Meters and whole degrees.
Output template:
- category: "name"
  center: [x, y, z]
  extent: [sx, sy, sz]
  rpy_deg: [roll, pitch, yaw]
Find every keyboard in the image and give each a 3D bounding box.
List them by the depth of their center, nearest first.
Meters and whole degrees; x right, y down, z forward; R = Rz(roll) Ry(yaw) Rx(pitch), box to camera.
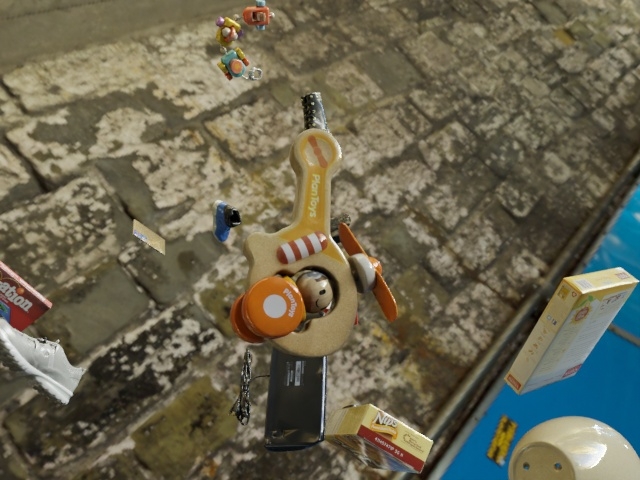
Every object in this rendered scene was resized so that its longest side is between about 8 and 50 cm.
- category: "keyboard"
  center: [-0.084, 0.288, 1.263]
  extent: [0.033, 0.201, 0.317]
  rpy_deg: [79, 10, -48]

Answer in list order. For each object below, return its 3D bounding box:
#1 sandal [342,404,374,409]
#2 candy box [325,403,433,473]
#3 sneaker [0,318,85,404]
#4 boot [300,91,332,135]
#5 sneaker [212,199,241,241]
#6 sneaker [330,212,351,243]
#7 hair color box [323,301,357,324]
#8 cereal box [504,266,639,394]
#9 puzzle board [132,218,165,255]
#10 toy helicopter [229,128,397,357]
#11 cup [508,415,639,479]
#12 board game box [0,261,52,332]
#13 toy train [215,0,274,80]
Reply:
- category: "sandal"
  center: [0.133, 0.507, 1.771]
  extent: [0.067, 0.040, 0.179]
  rpy_deg: [-32, 133, 28]
- category: "candy box"
  center: [0.131, 0.506, 1.521]
  extent: [0.088, 0.182, 0.316]
  rpy_deg: [-59, -176, -25]
- category: "sneaker"
  center: [-0.694, 0.276, 1.453]
  extent: [0.105, 0.281, 0.115]
  rpy_deg: [-2, -138, 35]
- category: "boot"
  center: [-0.039, -0.412, 2.058]
  extent: [0.085, 0.179, 0.236]
  rpy_deg: [-9, -167, 25]
- category: "sneaker"
  center: [-0.284, -0.047, 1.838]
  extent: [0.058, 0.084, 0.152]
  rpy_deg: [-41, 145, -44]
- category: "sneaker"
  center: [0.015, -0.025, 1.834]
  extent: [0.170, 0.089, 0.051]
  rpy_deg: [-17, 140, 12]
- category: "hair color box"
  center: [0.040, 0.162, 1.538]
  extent: [0.167, 0.093, 0.054]
  rpy_deg: [-102, -170, -70]
- category: "cereal box"
  center: [0.442, 0.162, 1.061]
  extent: [0.172, 0.047, 0.240]
  rpy_deg: [-5, 128, -34]
- category: "puzzle board"
  center: [-0.565, -0.009, 1.964]
  extent: [0.011, 0.128, 0.096]
  rpy_deg: [-43, -148, 13]
- category: "toy helicopter"
  center: [0.000, 0.000, 0.909]
  extent: [0.140, 0.234, 0.355]
  rpy_deg: [141, -45, -68]
- category: "cup"
  center: [0.608, 0.603, 1.506]
  extent: [0.237, 0.331, 0.331]
  rpy_deg: [23, 118, -41]
- category: "board game box"
  center: [-0.821, 0.116, 1.464]
  extent: [0.145, 0.281, 0.027]
  rpy_deg: [-39, -152, 1]
- category: "toy train"
  center: [-0.152, -0.404, 1.224]
  extent: [0.125, 0.046, 0.166]
  rpy_deg: [-8, 123, -25]
